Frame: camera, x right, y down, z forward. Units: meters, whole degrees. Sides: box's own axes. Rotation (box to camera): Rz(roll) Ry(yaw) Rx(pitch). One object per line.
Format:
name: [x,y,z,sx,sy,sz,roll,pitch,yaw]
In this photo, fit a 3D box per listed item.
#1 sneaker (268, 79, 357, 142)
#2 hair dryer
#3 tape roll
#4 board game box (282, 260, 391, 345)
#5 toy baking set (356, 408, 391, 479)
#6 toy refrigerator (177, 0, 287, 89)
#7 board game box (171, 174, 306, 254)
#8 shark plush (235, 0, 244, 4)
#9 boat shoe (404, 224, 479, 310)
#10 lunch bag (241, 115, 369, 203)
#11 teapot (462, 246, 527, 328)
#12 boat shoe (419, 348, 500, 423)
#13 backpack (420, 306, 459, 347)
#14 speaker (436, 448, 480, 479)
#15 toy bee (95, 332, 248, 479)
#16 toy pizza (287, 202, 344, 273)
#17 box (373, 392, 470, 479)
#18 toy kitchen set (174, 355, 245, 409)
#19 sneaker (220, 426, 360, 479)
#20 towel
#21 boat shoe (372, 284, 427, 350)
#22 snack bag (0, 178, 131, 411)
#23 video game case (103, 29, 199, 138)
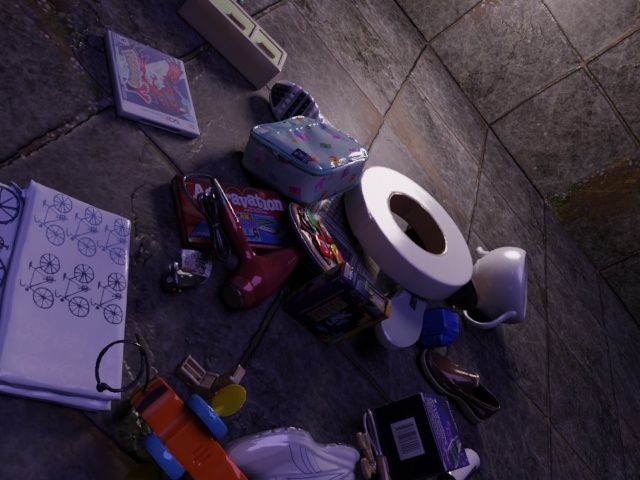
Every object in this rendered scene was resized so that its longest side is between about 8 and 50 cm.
sneaker: [-0.020,-0.295,1.580,0.292,0.110,0.118,45,6,-6]
hair dryer: [-0.140,0.014,1.111,0.293,0.080,0.224,23,73,-46]
tape roll: [0.229,-0.025,1.549,0.392,0.072,0.392,29,36,-24]
board game box: [0.032,0.131,1.213,0.141,0.170,0.048,40,38,-23]
toy baking set: [0.115,0.428,1.135,0.256,0.030,0.197,-27,99,-80]
toy refrigerator: [-0.211,-0.516,1.502,0.269,0.094,0.102,42,36,-24]
board game box: [-0.157,-0.045,1.210,0.281,0.027,0.145,6,58,-42]
shark plush: [-0.240,-0.677,1.622,0.073,0.067,0.161,52,33,-9]
boat shoe: [0.366,0.060,1.761,0.307,0.110,0.104,53,34,-7]
lunch bag: [-0.036,-0.195,1.385,0.224,0.108,0.279,37,31,18]
teapot: [0.535,0.140,1.861,0.256,0.187,0.253,11,80,-68]
boat shoe: [0.357,0.353,1.520,0.257,0.095,0.095,44,35,-20]
backpack: [0.300,0.225,1.557,0.120,0.098,0.101,18,70,-56]
speaker: [0.311,0.520,1.360,0.136,0.055,0.055,-11,72,-56]
toy bee: [-0.196,0.245,0.838,0.195,0.162,0.298,-18,100,-27]
toy pizza: [0.000,0.000,1.268,0.201,0.032,0.201,53,13,-17]
box: [0.209,0.401,1.229,0.207,0.108,0.153,30,40,-61]
toy kitchen set: [-0.179,0.218,0.943,0.075,0.083,0.068,49,33,-13]
sneaker: [-0.038,0.382,0.976,0.297,0.111,0.129,28,48,-37]
towel: [0.031,-0.013,1.454,0.312,0.056,0.324,45,37,-14]
boat shoe: [0.167,0.177,1.412,0.113,0.105,0.306,48,27,-7]
snack bag: [-0.419,0.047,0.818,0.342,0.037,0.323,26,45,-39]
video game case: [-0.341,-0.314,1.230,0.183,0.023,0.201,11,55,-49]
